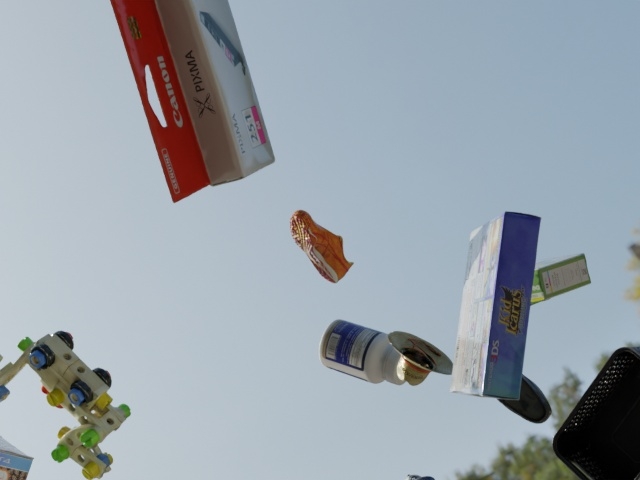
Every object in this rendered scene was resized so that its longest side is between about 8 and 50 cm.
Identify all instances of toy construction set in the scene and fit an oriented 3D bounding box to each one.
[{"bbox_3d":[-0.500,0.300,2.084,0.327,0.151,0.215,34,-53,-4],"label":"toy construction set"}]

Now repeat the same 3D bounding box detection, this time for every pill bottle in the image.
[{"bbox_3d":[0.101,0.243,2.363,0.112,0.186,0.112,-30,-53,-49],"label":"pill bottle"}]

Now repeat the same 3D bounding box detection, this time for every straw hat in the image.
[{"bbox_3d":[0.164,0.219,1.927,0.144,0.144,0.061,13,-69,-43],"label":"straw hat"}]

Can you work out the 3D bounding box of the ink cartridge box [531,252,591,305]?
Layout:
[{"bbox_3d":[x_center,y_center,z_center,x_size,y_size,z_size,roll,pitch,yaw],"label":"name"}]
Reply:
[{"bbox_3d":[0.391,0.078,2.029,0.209,0.062,0.109,-15,1,-43],"label":"ink cartridge box"}]

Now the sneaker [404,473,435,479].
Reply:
[{"bbox_3d":[0.158,0.417,1.871,0.052,0.058,0.135,30,-37,-7],"label":"sneaker"}]

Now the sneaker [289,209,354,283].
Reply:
[{"bbox_3d":[0.000,0.000,1.937,0.067,0.064,0.175,-49,-45,-17],"label":"sneaker"}]

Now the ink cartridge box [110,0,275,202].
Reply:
[{"bbox_3d":[-0.160,-0.206,1.450,0.060,0.275,0.239,-13,10,19],"label":"ink cartridge box"}]

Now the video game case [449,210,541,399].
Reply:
[{"bbox_3d":[0.265,0.106,1.695,0.061,0.270,0.244,9,-7,-2],"label":"video game case"}]

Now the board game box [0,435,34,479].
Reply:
[{"bbox_3d":[-0.690,0.515,2.105,0.141,0.291,0.232,22,-10,-30],"label":"board game box"}]

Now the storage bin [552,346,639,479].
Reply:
[{"bbox_3d":[0.398,0.234,1.410,0.084,0.122,0.180,6,-59,-48],"label":"storage bin"}]

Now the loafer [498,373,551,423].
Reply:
[{"bbox_3d":[0.354,0.277,2.165,0.076,0.223,0.078,-52,-18,13],"label":"loafer"}]
